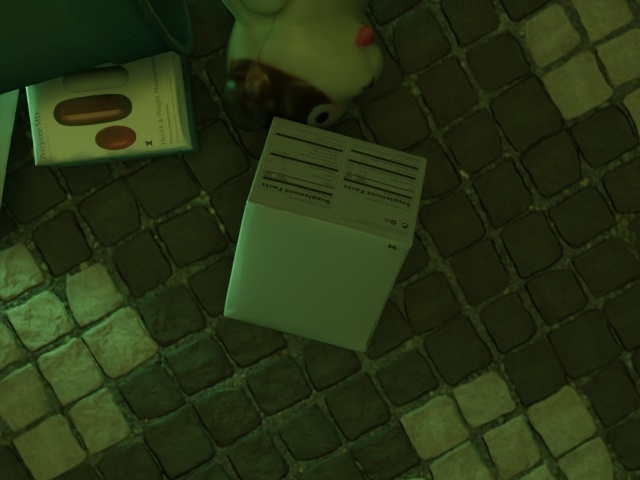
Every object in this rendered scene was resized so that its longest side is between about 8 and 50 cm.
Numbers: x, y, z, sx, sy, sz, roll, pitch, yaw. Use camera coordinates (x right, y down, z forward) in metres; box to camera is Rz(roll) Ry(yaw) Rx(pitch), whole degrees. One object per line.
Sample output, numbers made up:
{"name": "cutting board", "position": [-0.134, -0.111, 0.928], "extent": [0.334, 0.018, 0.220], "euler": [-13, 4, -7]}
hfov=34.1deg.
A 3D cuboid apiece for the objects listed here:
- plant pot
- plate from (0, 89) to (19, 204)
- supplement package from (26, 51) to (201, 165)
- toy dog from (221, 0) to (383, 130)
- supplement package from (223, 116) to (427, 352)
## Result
{"name": "plant pot", "position": [-0.362, -0.311, 1.177], "extent": [0.334, 0.341, 0.341], "euler": [-21, 95, 7]}
{"name": "plate", "position": [-0.537, -0.148, 1.399], "extent": [0.278, 0.045, 0.277], "euler": [12, 94, 22]}
{"name": "supplement package", "position": [-0.277, -0.204, 1.399], "extent": [0.203, 0.149, 0.194], "euler": [-7, 94, -1]}
{"name": "toy dog", "position": [-0.057, -0.337, 1.327], "extent": [0.395, 0.284, 0.408], "euler": [-10, 100, 26]}
{"name": "supplement package", "position": [0.000, 0.000, 1.353], "extent": [0.204, 0.262, 0.145], "euler": [15, 52, -2]}
